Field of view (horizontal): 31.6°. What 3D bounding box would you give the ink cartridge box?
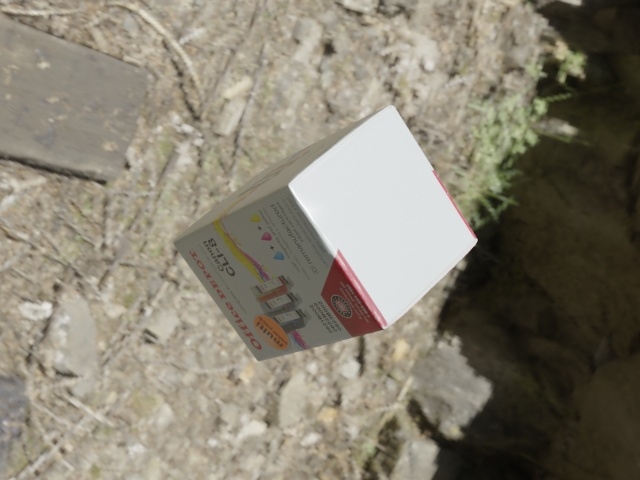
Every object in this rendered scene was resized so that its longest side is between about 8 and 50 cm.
[{"bbox_3d":[0.000,0.000,0.882,0.127,0.176,0.128,-41,101,-35],"label":"ink cartridge box"}]
